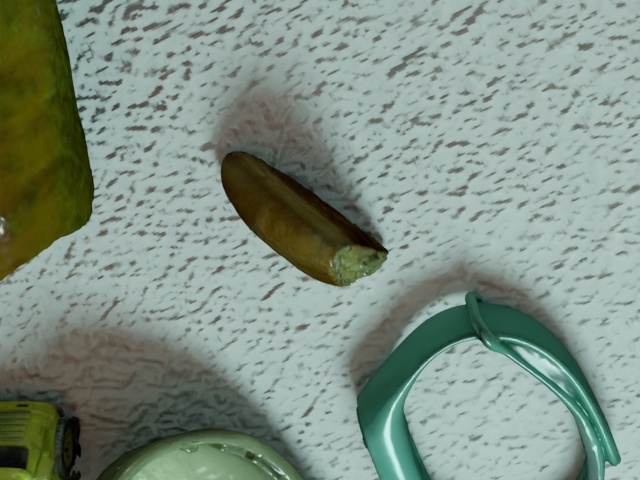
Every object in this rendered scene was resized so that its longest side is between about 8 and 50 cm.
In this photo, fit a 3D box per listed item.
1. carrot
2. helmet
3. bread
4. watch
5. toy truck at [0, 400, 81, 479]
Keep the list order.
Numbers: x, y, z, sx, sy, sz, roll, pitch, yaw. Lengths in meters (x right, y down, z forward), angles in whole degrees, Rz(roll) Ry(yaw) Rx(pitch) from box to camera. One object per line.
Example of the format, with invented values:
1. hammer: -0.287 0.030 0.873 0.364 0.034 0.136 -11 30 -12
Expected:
1. carrot: -0.288 -0.108 0.988 0.241 0.241 0.341 -7 118 4
2. helmet: -0.110 0.257 1.217 0.257 0.137 0.204 47 69 -27
3. bread: -0.006 -0.002 1.090 0.154 0.136 0.054 32 95 -17
4. watch: 0.134 0.157 1.200 0.195 0.068 0.237 -19 115 9
5. toy truck: -0.259 0.278 1.215 0.124 0.157 0.272 -2 116 2
